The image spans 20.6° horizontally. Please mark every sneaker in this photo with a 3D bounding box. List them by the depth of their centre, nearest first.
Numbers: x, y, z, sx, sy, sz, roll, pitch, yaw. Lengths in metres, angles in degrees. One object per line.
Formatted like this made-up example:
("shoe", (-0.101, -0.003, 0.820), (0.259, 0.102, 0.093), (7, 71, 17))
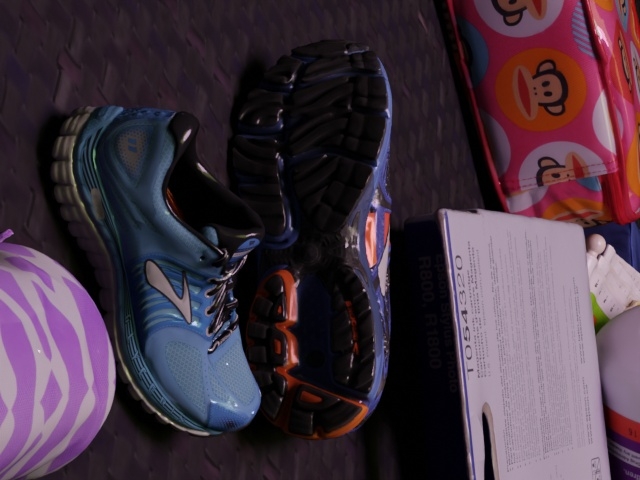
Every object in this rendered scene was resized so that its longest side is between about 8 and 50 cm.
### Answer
("sneaker", (-0.056, 0.016, 0.748), (0.063, 0.073, 0.162), (-65, 141, -54))
("sneaker", (0.000, 0.000, 0.909), (0.087, 0.083, 0.221), (60, 32, -69))

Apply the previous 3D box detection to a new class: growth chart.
("growth chart", (0.233, 0.093, 1.399), (0.237, 0.021, 0.172), (27, 79, -54))

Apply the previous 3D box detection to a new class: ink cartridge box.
("ink cartridge box", (0.118, 0.145, 1.132), (0.330, 0.071, 0.324), (4, 80, -66))

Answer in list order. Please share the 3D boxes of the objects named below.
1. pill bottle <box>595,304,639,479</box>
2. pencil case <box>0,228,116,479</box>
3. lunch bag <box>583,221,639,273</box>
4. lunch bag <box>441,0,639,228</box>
("pill bottle", (0.296, 0.216, 1.351), (0.181, 0.181, 0.323), (-52, 143, -61))
("pencil case", (-0.142, 0.043, 0.524), (0.088, 0.086, 0.206), (60, 18, 11))
("lunch bag", (0.241, 0.027, 1.479), (0.065, 0.067, 0.098), (44, 46, -55))
("lunch bag", (0.181, -0.168, 1.357), (0.258, 0.120, 0.293), (-59, 137, -63))
